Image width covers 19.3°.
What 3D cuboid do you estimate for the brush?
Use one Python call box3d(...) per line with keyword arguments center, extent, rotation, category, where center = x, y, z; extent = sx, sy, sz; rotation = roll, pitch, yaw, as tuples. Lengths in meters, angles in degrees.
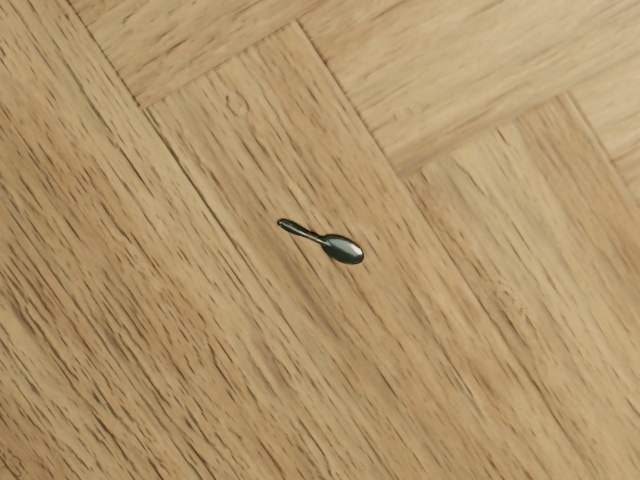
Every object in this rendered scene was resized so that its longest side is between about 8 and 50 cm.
box3d(center=(0.000, 0.000, 1.667), extent=(0.083, 0.008, 0.024), rotation=(23, 117, 2), category="brush")
